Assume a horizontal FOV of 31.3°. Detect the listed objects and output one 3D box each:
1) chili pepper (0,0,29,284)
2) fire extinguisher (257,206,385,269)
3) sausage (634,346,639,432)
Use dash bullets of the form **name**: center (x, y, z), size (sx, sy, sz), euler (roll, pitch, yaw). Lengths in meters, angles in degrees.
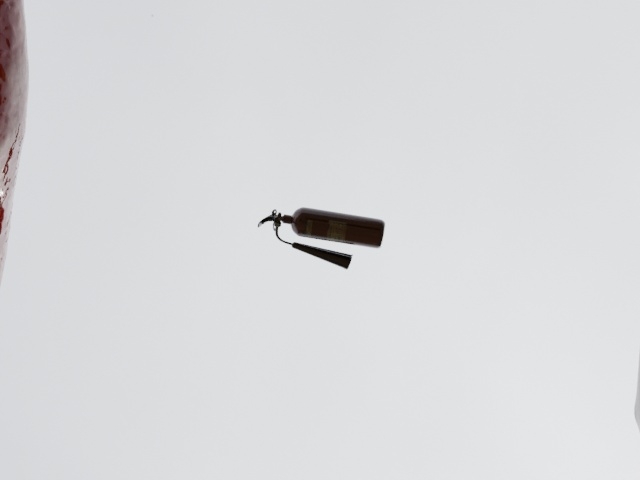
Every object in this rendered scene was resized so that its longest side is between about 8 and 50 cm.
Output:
- **chili pepper**: center (-0.129, -0.038, 0.362), size (0.071, 0.063, 0.272), euler (-13, -60, -50)
- **fire extinguisher**: center (0.001, -0.003, 0.928), size (0.100, 0.032, 0.046), euler (8, -39, 4)
- **sausage**: center (0.394, 0.125, 1.146), size (0.152, 0.152, 0.280), euler (18, -116, -11)
